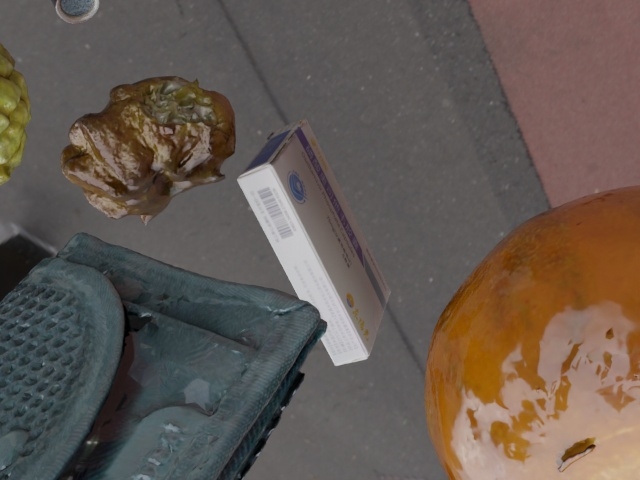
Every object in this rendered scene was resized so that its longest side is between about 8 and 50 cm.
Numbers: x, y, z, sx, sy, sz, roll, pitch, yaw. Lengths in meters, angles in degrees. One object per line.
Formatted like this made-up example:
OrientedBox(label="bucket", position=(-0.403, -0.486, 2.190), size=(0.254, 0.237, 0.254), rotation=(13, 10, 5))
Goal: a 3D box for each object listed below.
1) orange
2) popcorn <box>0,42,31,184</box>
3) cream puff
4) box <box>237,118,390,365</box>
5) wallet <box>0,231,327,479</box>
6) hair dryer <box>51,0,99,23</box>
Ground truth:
OrientedBox(label="orange", position=(0.211, 0.097, 0.578), size=(0.283, 0.226, 0.284), rotation=(-1, 130, -1))
OrientedBox(label="popcorn", position=(-0.470, -0.176, 1.077), size=(0.205, 0.252, 0.237), rotation=(0, 147, -32))
OrientedBox(label="cream puff", position=(-0.242, -0.138, 1.273), size=(0.155, 0.268, 0.241), rotation=(59, 163, 15))
OrientedBox(label="box", position=(0.000, 0.000, 1.381), size=(0.065, 0.200, 0.344), rotation=(-18, 111, 24))
OrientedBox(label="wallet", position=(-0.174, 0.138, 0.526), size=(0.237, 0.342, 0.075), rotation=(15, 145, 29))
OrientedBox(label="hair dryer", position=(-0.461, -0.420, 1.313), size=(0.255, 0.128, 0.070), rotation=(14, 125, -45))
